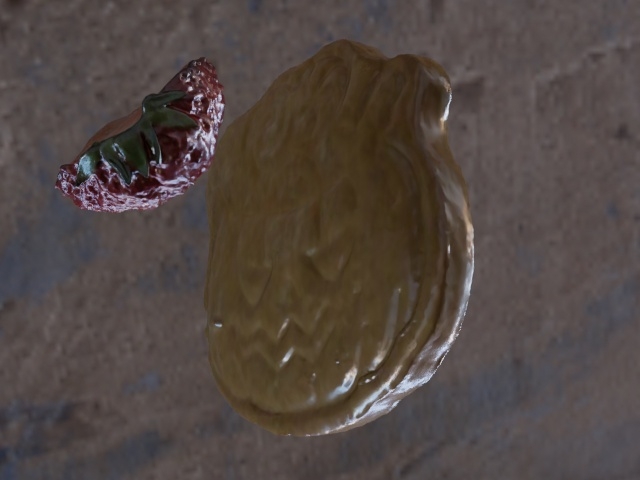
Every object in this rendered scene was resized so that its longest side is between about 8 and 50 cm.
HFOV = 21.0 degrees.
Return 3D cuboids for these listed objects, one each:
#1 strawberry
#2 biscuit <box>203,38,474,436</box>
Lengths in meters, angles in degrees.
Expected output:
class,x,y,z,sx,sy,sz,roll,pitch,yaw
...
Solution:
class,x,y,z,sx,sy,sz,roll,pitch,yaw
strawberry,-0.131,-0.074,1.321,0.146,0.082,0.187,-30,-166,9
biscuit,-0.002,0.000,1.589,0.062,0.385,0.365,10,-111,-33
